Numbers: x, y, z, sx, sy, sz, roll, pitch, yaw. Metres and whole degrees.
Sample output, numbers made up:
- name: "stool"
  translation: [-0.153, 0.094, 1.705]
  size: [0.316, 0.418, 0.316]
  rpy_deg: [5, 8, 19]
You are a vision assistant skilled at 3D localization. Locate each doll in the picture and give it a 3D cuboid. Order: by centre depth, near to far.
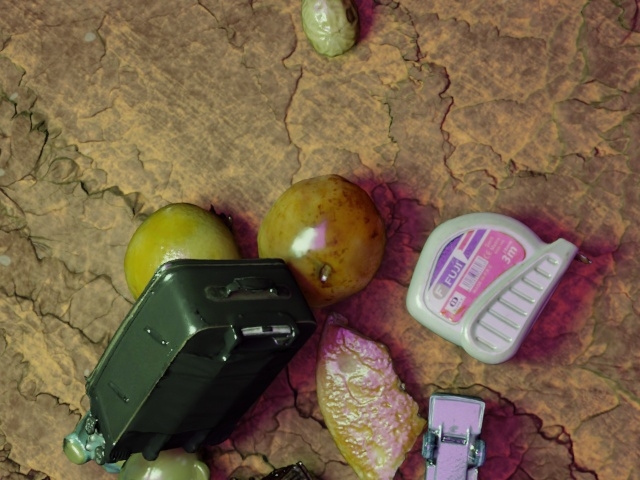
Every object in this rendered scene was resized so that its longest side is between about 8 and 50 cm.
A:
- name: "doll"
  translation: [-0.340, 0.416, 1.514]
  size: [0.261, 0.161, 0.177]
  rpy_deg: [43, 109, 11]

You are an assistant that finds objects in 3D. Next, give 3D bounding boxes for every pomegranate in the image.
- name: "pomegranate"
  translation: [0.000, 0.000, 1.440]
  size: [0.248, 0.248, 0.248]
  rpy_deg: [-1, 87, 11]

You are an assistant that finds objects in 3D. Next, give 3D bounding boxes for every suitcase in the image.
- name: "suitcase"
  translation: [-0.207, 0.200, 1.338]
  size: [0.434, 0.283, 0.194]
  rpy_deg: [-51, 53, 35]

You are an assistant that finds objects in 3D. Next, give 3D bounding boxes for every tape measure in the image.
- name: "tape measure"
  translation: [0.303, 0.076, 1.425]
  size: [0.265, 0.130, 0.258]
  rpy_deg: [32, 91, 17]

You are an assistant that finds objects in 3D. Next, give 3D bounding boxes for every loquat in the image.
- name: "loquat"
  translation: [-0.249, 0.042, 1.491]
  size: [0.244, 0.244, 0.243]
  rpy_deg: [-1, 87, 11]

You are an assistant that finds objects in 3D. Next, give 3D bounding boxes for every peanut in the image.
- name: "peanut"
  translation: [0.008, -0.470, 1.516]
  size: [0.110, 0.120, 0.236]
  rpy_deg: [-14, 90, 49]

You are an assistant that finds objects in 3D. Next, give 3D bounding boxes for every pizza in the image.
- name: "pizza"
  translation: [0.088, 0.302, 1.480]
  size: [0.182, 0.074, 0.365]
  rpy_deg: [-24, 82, 11]

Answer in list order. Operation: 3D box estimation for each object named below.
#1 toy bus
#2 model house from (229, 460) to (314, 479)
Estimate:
- name: "toy bus"
  translation: [0.229, 0.437, 1.411]
  size: [0.109, 0.136, 0.329]
  rpy_deg: [6, 87, 7]
- name: "model house"
  translation: [-0.067, 0.521, 1.479]
  size: [0.164, 0.141, 0.203]
  rpy_deg: [-24, 90, -4]
